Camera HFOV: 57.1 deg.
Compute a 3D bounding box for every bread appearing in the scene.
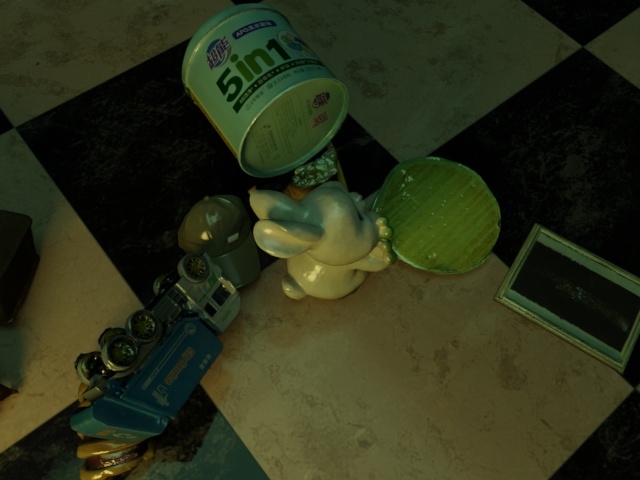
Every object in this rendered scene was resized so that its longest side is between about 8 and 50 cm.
[{"bbox_3d":[-0.016,-0.126,1.244,0.088,0.232,0.128,43,80,-6],"label":"bread"},{"bbox_3d":[-0.375,0.314,1.068,0.134,0.081,0.225,-9,62,-9],"label":"bread"},{"bbox_3d":[0.261,-0.057,1.316,0.301,0.045,0.301,1,64,-2],"label":"bread"}]

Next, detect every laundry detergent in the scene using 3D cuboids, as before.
[{"bbox_3d":[-0.136,-0.345,1.313,0.287,0.287,0.305,-30,68,-17],"label":"laundry detergent"}]

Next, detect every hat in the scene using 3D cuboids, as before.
[{"bbox_3d":[-0.205,0.006,1.221,0.166,0.144,0.173,-23,43,-12],"label":"hat"}]

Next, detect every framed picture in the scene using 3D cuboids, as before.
[{"bbox_3d":[0.549,0.112,1.255,0.293,0.018,0.231,31,65,12],"label":"framed picture"}]

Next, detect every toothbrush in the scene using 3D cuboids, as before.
[{"bbox_3d":[0.058,-0.119,1.352,0.024,0.021,0.288,-7,62,-19],"label":"toothbrush"}]

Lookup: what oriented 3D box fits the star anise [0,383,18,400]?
[{"bbox_3d":[-0.674,0.241,1.019,0.148,0.237,0.346,-27,87,28],"label":"star anise"}]

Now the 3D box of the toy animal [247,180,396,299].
[{"bbox_3d":[0.005,-0.005,1.127,0.247,0.310,0.183,-16,67,-5],"label":"toy animal"}]

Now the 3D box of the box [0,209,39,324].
[{"bbox_3d":[-0.710,0.033,1.123,0.273,0.143,0.184,13,52,-9],"label":"box"}]

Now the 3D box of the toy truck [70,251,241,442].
[{"bbox_3d":[-0.289,0.188,1.051,0.175,0.146,0.367,46,47,-14],"label":"toy truck"}]
